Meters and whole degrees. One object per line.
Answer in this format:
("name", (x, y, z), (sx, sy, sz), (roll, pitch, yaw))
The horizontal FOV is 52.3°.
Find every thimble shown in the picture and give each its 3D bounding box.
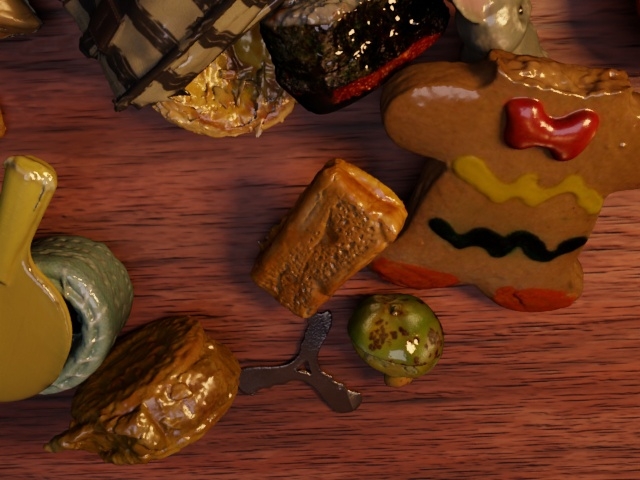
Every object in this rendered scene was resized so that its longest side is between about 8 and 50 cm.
("thimble", (-0.391, 0.105, 0.942), (0.235, 0.143, 0.198), (-42, 104, 14))

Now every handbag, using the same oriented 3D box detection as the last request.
("handbag", (-0.169, -0.342, 0.653), (0.327, 0.162, 0.325), (-38, 92, 20))

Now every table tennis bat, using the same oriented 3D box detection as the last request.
("table tennis bat", (-0.410, 0.056, 0.825), (0.224, 0.054, 0.369), (23, 112, -8))

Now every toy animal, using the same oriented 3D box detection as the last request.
("toy animal", (0.212, -0.237, 0.762), (0.108, 0.138, 0.236), (-32, 153, 5))

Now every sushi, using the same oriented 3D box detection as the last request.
("sushi", (0.042, -0.257, 0.763), (0.225, 0.136, 0.126), (-40, 128, -13))

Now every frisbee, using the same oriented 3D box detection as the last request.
("frisbee", (-0.016, 0.192, 1.047), (0.210, 0.012, 0.187), (17, 111, -6))

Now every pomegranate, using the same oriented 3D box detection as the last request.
("pomegranate", (0.117, 0.143, 0.972), (0.143, 0.122, 0.169), (7, 154, 27))

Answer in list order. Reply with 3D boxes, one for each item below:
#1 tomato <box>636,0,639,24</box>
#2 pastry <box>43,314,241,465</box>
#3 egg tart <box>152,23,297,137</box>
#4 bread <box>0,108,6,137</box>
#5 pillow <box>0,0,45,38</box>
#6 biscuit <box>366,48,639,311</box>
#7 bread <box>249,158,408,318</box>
("tomato", (0.495, -0.304, 0.722), (0.270, 0.227, 0.270), (10, 121, 16))
("pastry", (-0.235, 0.224, 0.943), (0.240, 0.235, 0.132), (-23, 115, 20))
("egg tart", (-0.128, -0.253, 0.821), (0.231, 0.098, 0.252), (-24, 114, 3))
("bread", (-0.471, -0.167, 0.882), (0.081, 0.046, 0.083), (-39, 105, 9))
("pillow", (-0.531, -0.350, 0.767), (0.312, 0.119, 0.310), (-15, 115, 5))
("biscuit", (0.227, -0.049, 0.829), (0.368, 0.076, 0.394), (12, 138, -5))
("bread", (-0.001, 0.001, 0.872), (0.139, 0.077, 0.271), (39, 140, -1))
